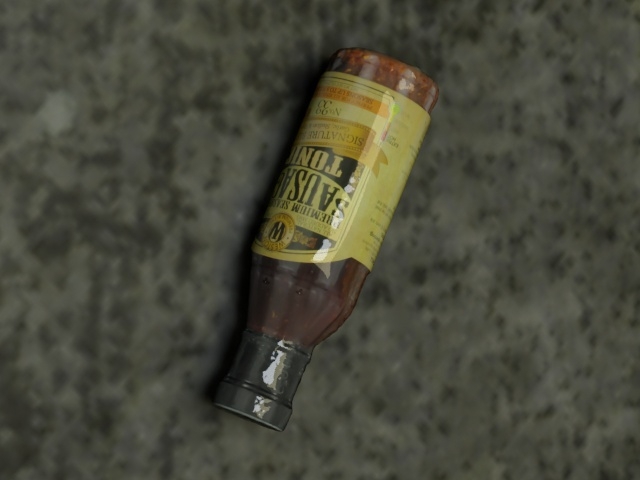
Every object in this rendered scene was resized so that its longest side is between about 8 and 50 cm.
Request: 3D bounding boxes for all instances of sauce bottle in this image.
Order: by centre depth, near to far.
[{"bbox_3d":[0.000,0.000,0.652,0.042,0.042,0.128,26,79,-27],"label":"sauce bottle"}]
